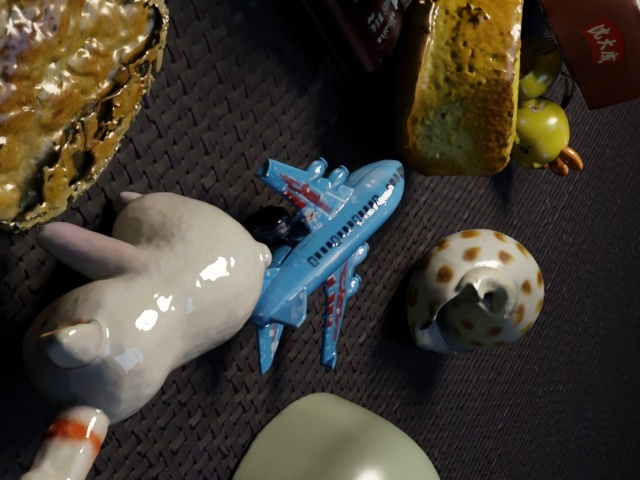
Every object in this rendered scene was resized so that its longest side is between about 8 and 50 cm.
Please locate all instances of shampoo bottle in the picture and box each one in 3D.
[{"bbox_3d":[-0.014,-0.300,0.850,0.323,0.084,0.129,49,50,-50],"label":"shampoo bottle"}]

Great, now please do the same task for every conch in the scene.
[{"bbox_3d":[0.208,0.069,1.236,0.275,0.183,0.148,50,23,-58],"label":"conch"}]

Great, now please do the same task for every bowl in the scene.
[{"bbox_3d":[0.044,0.359,0.995,0.354,0.185,0.354,-21,114,-55],"label":"bowl"}]

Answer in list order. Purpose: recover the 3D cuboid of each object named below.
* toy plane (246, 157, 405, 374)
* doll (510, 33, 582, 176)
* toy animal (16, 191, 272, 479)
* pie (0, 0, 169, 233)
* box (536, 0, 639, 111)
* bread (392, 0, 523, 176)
[{"bbox_3d":[0.000,0.000,0.919,0.271,0.105,0.254,-54,140,-39],"label":"toy plane"},{"bbox_3d":[0.328,-0.192,1.402,0.135,0.143,0.221,-40,125,-20],"label":"doll"},{"bbox_3d":[-0.152,0.064,0.645,0.282,0.138,0.140,-41,133,-51],"label":"toy animal"},{"bbox_3d":[-0.204,-0.136,0.604,0.274,0.055,0.274,-30,127,-50],"label":"pie"},{"bbox_3d":[0.382,-0.443,1.316,0.344,0.122,0.385,38,46,-55],"label":"box"},{"bbox_3d":[0.161,-0.195,1.063,0.268,0.146,0.268,6,90,-81],"label":"bread"}]
